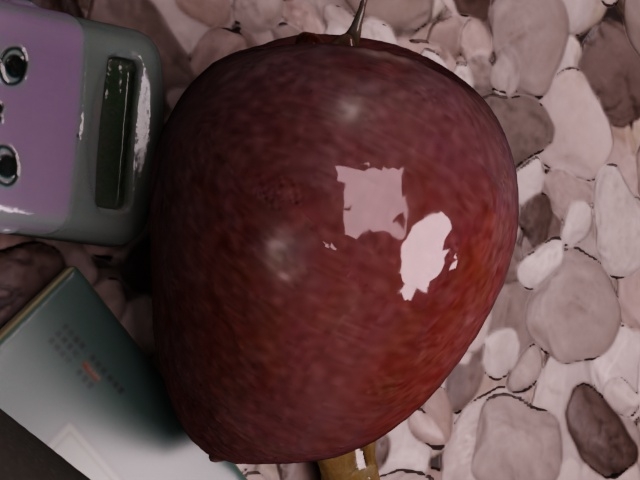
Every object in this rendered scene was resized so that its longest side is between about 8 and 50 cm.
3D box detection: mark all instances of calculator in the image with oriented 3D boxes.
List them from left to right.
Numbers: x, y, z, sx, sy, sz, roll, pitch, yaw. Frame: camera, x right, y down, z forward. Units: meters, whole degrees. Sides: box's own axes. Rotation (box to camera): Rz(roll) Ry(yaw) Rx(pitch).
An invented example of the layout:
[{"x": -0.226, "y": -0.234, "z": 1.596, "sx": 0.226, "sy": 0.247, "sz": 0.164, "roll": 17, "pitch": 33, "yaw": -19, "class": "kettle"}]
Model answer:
[{"x": -0.191, "y": -0.074, "z": 0.943, "sx": 0.246, "sy": 0.045, "sz": 0.141, "roll": 9, "pitch": 84, "yaw": -36, "class": "calculator"}]

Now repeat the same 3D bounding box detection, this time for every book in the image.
[{"x": -0.195, "y": 0.232, "z": 0.938, "sx": 0.379, "sy": 0.031, "sz": 0.264, "roll": -46, "pitch": 114, "yaw": -28, "class": "book"}]

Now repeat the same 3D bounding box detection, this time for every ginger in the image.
[{"x": 0.022, "y": 0.158, "z": 1.091, "sx": 0.057, "sy": 0.044, "sz": 0.137, "roll": -26, "pitch": 106, "yaw": -52, "class": "ginger"}]

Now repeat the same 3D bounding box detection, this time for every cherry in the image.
[{"x": 0.000, "y": 0.000, "z": 0.954, "sx": 0.221, "sy": 0.261, "sz": 0.307, "roll": 18, "pitch": 99, "yaw": -4, "class": "cherry"}]

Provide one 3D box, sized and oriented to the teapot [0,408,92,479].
[{"x": -0.253, "y": 0.154, "z": 0.767, "sx": 0.300, "sy": 0.253, "sz": 0.344, "roll": -36, "pitch": 94, "yaw": 2, "class": "teapot"}]
